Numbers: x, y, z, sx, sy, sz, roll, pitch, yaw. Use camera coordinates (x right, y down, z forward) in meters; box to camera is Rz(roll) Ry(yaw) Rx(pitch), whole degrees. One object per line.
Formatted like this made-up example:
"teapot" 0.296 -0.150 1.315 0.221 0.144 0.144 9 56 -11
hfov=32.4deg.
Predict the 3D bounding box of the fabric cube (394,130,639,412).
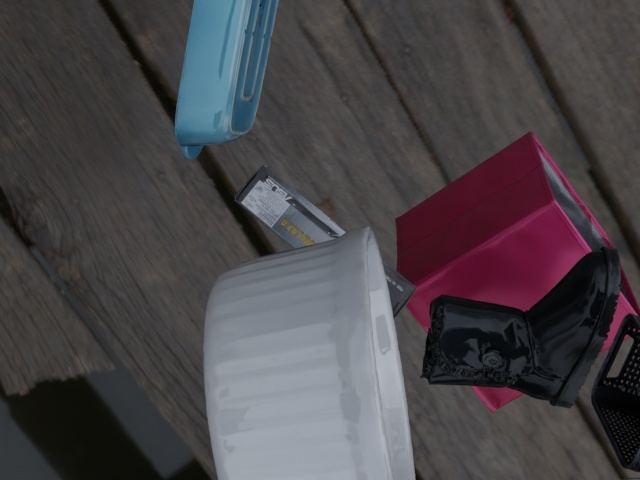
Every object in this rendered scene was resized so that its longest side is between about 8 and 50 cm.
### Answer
"fabric cube" 0.286 0.043 1.636 0.258 0.259 0.254 -34 111 19

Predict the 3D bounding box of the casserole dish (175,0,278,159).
"casserole dish" -0.058 -0.145 0.756 0.037 0.114 0.188 12 99 7

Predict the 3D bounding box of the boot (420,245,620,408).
"boot" 0.244 0.100 1.377 0.207 0.094 0.246 11 125 -3

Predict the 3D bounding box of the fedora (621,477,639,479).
"fedora" 0.315 0.315 1.065 0.275 0.244 0.124 18 110 -19

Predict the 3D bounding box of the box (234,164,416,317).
"box" 0.000 0.000 1.337 0.231 0.183 0.056 39 89 -6

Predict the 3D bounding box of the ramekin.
"ramekin" -0.003 0.134 0.915 0.135 0.277 0.277 -9 109 7

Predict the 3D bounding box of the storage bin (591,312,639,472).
"storage bin" 0.375 0.173 1.213 0.084 0.180 0.122 17 109 -5
